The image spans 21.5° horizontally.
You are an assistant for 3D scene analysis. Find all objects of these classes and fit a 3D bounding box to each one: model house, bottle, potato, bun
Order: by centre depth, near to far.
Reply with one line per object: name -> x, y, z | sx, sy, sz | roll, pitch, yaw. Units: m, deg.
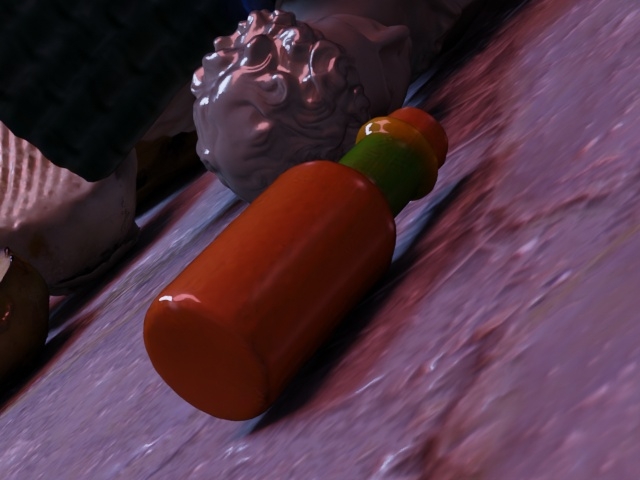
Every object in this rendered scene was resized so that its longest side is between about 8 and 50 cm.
bottle -> 0.000, 0.000, 0.750 | 0.069, 0.069, 0.187 | -29, 13, 50
model house -> -0.107, -0.297, 1.237 | 0.400, 0.395, 0.445 | -26, -14, -49
potato -> -0.290, 0.102, 1.352 | 0.200, 0.081, 0.164 | -45, 19, -7
bun -> -0.270, -0.038, 1.511 | 0.239, 0.239, 0.141 | -48, -27, -33

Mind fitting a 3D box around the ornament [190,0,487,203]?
ornament -> 0.011, -0.113, 1.036 | 0.130, 0.120, 0.285 | -58, -2, 33

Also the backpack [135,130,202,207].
backpack -> -0.155, -0.191, 1.740 | 0.378, 0.201, 0.353 | -32, 17, 53
